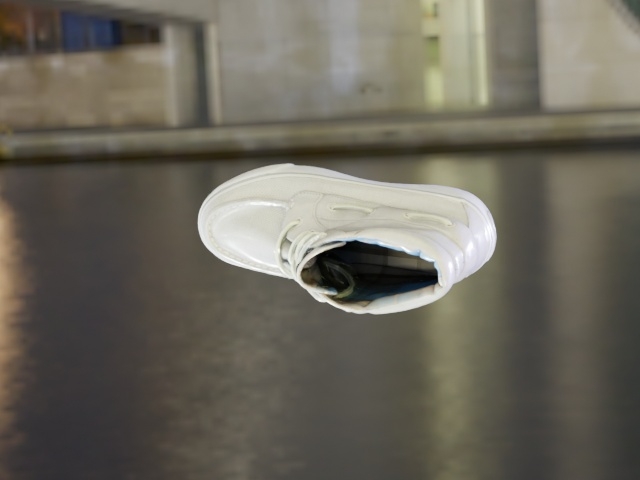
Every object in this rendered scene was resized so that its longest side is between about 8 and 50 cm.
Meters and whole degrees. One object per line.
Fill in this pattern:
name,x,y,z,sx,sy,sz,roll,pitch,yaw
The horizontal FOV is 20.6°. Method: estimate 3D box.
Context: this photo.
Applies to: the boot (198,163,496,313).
boot,0.000,0.000,1.388,0.258,0.095,0.123,0,18,24
